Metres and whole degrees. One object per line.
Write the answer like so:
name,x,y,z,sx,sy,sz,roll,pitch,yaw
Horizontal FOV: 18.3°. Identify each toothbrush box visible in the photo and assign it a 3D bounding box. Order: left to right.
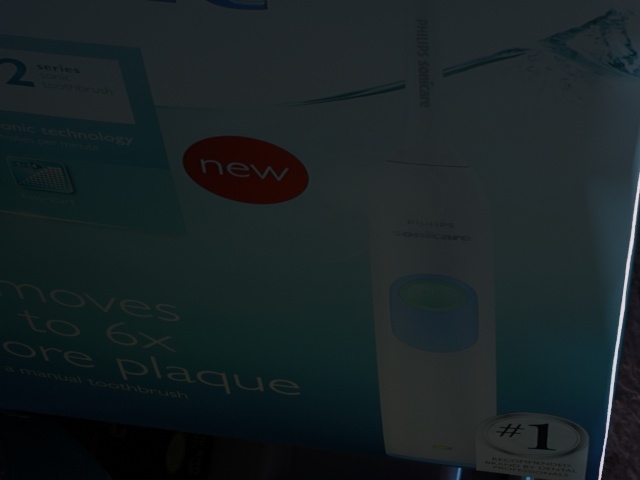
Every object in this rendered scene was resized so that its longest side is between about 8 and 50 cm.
toothbrush box,-0.015,-0.056,0.537,0.295,0.216,0.126,84,15,-60

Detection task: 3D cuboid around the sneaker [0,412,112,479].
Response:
sneaker,-0.065,0.145,0.329,0.107,0.124,0.283,101,-20,-54

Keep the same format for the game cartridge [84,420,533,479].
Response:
game cartridge,0.000,0.000,0.784,0.068,0.230,0.355,23,68,-38
